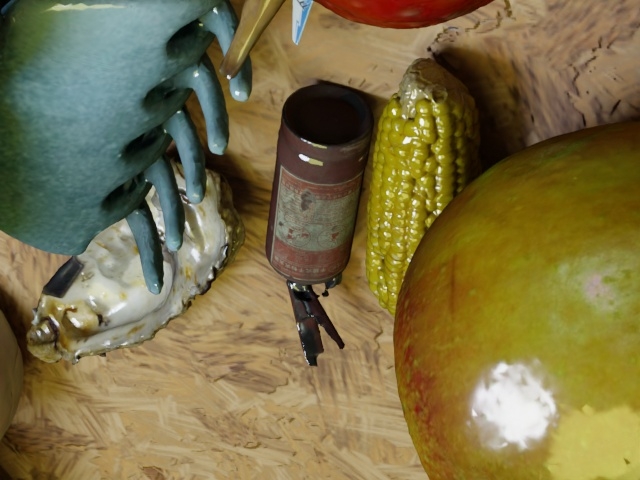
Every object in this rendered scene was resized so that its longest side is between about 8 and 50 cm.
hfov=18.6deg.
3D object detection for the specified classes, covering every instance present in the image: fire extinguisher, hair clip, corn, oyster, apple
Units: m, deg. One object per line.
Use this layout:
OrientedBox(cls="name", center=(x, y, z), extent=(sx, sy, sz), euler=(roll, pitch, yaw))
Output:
OrientedBox(cls="fire extinguisher", center=(-0.008, -0.002, 1.614), extent=(0.075, 0.106, 0.252), euler=(4, 136, -6))
OrientedBox(cls="hair clip", center=(-0.199, -0.123, 1.475), extent=(0.238, 0.392, 0.318), euler=(8, 138, -19))
OrientedBox(cls="corn", center=(0.082, -0.029, 1.555), extent=(0.097, 0.097, 0.262), euler=(12, 135, 14))
OrientedBox(cls="oyster", center=(-0.173, 0.025, 1.751), extent=(0.129, 0.078, 0.345), euler=(53, 136, 2))
OrientedBox(cls="apple", center=(0.248, 0.086, 1.428), extent=(0.374, 0.374, 0.384), euler=(-7, 159, 30))

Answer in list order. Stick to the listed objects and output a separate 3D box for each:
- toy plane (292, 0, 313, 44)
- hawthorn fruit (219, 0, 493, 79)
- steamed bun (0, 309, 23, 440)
OrientedBox(cls="toy plane", center=(-0.048, -0.245, 1.373), extent=(0.058, 0.226, 0.226), euler=(-41, 67, 35))
OrientedBox(cls="hawthorn fruit", center=(0.026, -0.242, 1.210), extent=(0.287, 0.287, 0.330), euler=(32, 94, -7))
OrientedBox(cls="steamed bun", center=(-0.381, 0.094, 1.847), extent=(0.238, 0.170, 0.152), euler=(34, 117, -8))
